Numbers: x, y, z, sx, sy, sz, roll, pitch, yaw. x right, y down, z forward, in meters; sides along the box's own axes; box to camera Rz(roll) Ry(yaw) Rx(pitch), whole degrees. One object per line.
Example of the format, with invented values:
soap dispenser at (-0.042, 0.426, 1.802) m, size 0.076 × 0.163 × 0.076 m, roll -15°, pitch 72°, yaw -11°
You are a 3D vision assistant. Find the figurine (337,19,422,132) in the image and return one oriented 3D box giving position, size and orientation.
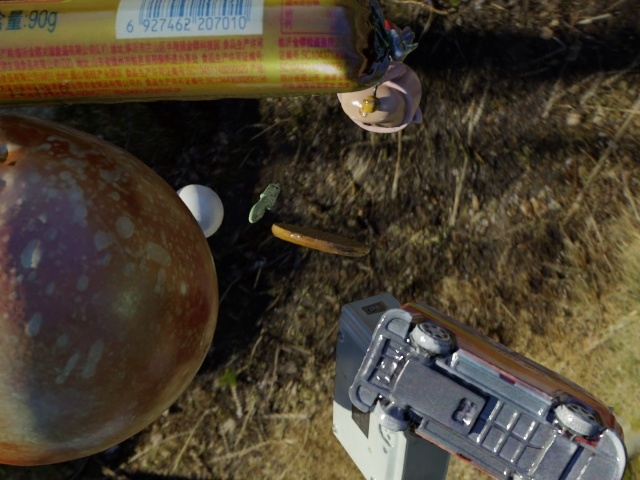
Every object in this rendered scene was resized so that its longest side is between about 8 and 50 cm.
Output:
figurine at (0.095, -0.310, 1.460) m, size 0.176 × 0.186 × 0.287 m, roll 19°, pitch 146°, yaw 21°

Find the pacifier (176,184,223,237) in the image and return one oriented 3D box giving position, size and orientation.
pacifier at (-0.254, -0.014, 1.245) m, size 0.233 × 0.299 × 0.244 m, roll -19°, pitch 111°, yaw 22°

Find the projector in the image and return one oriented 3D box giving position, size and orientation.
projector at (0.058, 0.138, 0.666) m, size 0.061 × 0.115 × 0.147 m, roll -15°, pitch 125°, yaw -25°

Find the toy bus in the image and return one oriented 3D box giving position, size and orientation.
toy bus at (0.113, 0.107, 0.520) m, size 0.174 × 0.077 × 0.079 m, roll 27°, pitch 109°, yaw 13°

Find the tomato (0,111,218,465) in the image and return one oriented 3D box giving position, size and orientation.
tomato at (-0.220, 0.048, 0.577) m, size 0.270 × 0.222 × 0.270 m, roll 17°, pitch 135°, yaw 18°

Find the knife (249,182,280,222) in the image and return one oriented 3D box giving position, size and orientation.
knife at (-0.132, -0.089, 1.888) m, size 0.043 × 0.293 × 0.020 m, roll 44°, pitch 110°, yaw -10°

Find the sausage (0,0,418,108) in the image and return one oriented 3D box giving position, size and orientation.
sausage at (-0.120, -0.132, 0.534) m, size 0.371 × 0.082 × 0.082 m, roll -1°, pitch 107°, yaw 4°

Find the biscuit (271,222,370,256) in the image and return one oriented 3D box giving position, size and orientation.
biscuit at (0.000, 0.001, 1.998) m, size 0.262 × 0.262 × 0.037 m, roll 15°, pitch 96°, yaw 3°
